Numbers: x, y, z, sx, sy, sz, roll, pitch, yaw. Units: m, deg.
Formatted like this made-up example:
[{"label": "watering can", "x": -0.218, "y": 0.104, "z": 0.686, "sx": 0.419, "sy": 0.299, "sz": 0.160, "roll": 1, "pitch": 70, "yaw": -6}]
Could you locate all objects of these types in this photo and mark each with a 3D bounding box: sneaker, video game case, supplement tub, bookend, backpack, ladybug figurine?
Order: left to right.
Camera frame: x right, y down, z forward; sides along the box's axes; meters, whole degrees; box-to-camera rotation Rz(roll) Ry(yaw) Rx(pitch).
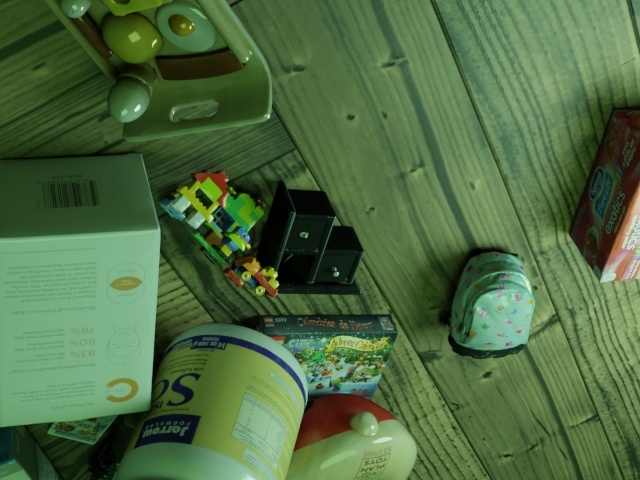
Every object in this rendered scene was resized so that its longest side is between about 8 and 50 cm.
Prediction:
[{"label": "video game case", "x": -0.376, "y": 0.282, "z": 1.758, "sx": 0.087, "sy": 0.011, "sz": 0.122, "roll": 23, "pitch": 120, "yaw": -35}, {"label": "sneaker", "x": -0.334, "y": 0.386, "z": 1.806, "sx": 0.106, "sy": 0.101, "sz": 0.267, "roll": -4, "pitch": 131, "yaw": -13}, {"label": "supplement tub", "x": -0.164, "y": 0.316, "z": 1.604, "sx": 0.241, "sy": 0.331, "sz": 0.241, "roll": 8, "pitch": 134, "yaw": 8}, {"label": "ladybug figurine", "x": -0.004, "y": 0.398, "z": 1.855, "sx": 0.305, "sy": 0.162, "sz": 0.449, "roll": -4, "pitch": 144, "yaw": -31}, {"label": "bookend", "x": 0.000, "y": 0.000, "z": 1.594, "sx": 0.157, "sy": 0.072, "sz": 0.156, "roll": 3, "pitch": 129, "yaw": -22}, {"label": "backpack", "x": 0.285, "y": 0.106, "z": 1.764, "sx": 0.151, "sy": 0.115, "sz": 0.182, "roll": -6, "pitch": 130, "yaw": -11}]

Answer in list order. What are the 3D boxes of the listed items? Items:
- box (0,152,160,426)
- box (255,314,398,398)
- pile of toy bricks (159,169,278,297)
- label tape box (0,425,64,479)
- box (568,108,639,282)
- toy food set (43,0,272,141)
[{"label": "box", "x": -0.341, "y": 0.070, "z": 1.469, "sx": 0.214, "sy": 0.168, "sz": 0.345, "roll": -4, "pitch": 131, "yaw": -17}, {"label": "box", "x": -0.004, "y": 0.194, "z": 1.788, "sx": 0.233, "sy": 0.044, "sz": 0.159, "roll": 1, "pitch": 130, "yaw": -21}, {"label": "pile of toy bricks", "x": -0.123, "y": -0.025, "z": 1.524, "sx": 0.105, "sy": 0.118, "sz": 0.212, "roll": -47, "pitch": 117, "yaw": -13}, {"label": "label tape box", "x": -0.552, "y": 0.454, "z": 1.782, "sx": 0.249, "sy": 0.115, "sz": 0.348, "roll": -19, "pitch": 133, "yaw": -2}, {"label": "box", "x": 0.496, "y": -0.069, "z": 1.673, "sx": 0.128, "sy": 0.123, "sz": 0.257, "roll": -4, "pitch": 132, "yaw": -15}, {"label": "toy food set", "x": -0.217, "y": -0.233, "z": 1.222, "sx": 0.219, "sy": 0.092, "sz": 0.306, "roll": -5, "pitch": 143, "yaw": 29}]
